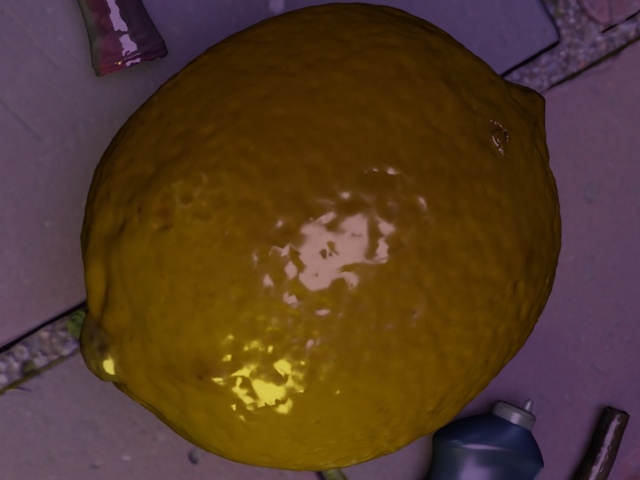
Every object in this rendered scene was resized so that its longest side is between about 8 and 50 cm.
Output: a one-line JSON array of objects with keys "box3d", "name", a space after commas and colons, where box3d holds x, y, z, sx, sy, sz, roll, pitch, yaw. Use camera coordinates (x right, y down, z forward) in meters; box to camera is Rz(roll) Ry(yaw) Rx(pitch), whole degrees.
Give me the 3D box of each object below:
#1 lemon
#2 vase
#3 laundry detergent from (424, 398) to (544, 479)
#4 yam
[{"box3d": [0.001, -0.001, 1.245, 0.336, 0.336, 0.336, -1, 93, -11], "name": "lemon"}, {"box3d": [-0.173, -0.227, 1.317, 0.086, 0.086, 0.214, -21, 101, -9], "name": "vase"}, {"box3d": [0.111, 0.212, 1.403, 0.097, 0.061, 0.206, 26, 88, -9], "name": "laundry detergent"}, {"box3d": [0.190, 0.240, 1.436, 0.029, 0.027, 0.234, 25, 86, -41], "name": "yam"}]
